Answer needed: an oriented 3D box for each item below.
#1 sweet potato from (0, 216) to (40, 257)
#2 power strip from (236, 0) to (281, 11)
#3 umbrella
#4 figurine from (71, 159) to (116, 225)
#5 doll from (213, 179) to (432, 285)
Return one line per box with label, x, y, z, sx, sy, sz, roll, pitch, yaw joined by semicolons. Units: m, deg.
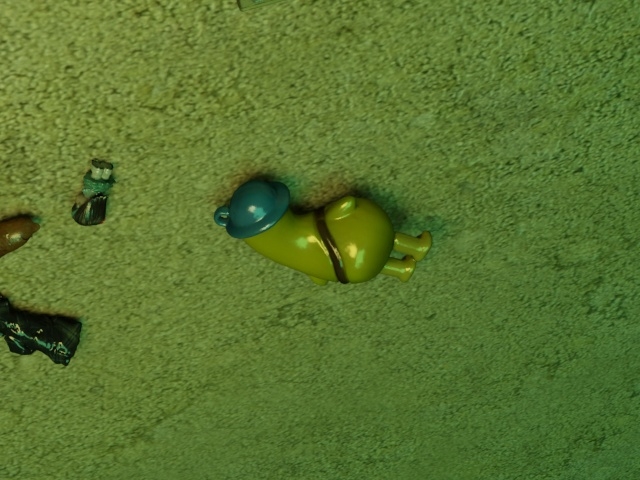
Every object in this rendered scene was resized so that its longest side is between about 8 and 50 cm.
sweet potato;-0.510;0.010;1.294;0.194;0.056;0.056;-17;131;2
power strip;0.000;-0.385;1.166;0.267;0.034;0.092;-17;130;-6
umbrella;-0.500;0.135;1.389;0.224;0.080;0.071;28;150;-30
figurine;-0.337;-0.069;1.296;0.060;0.047;0.106;-16;134;-57
doll;0.000;0.000;1.406;0.362;0.145;0.199;13;127;-20
